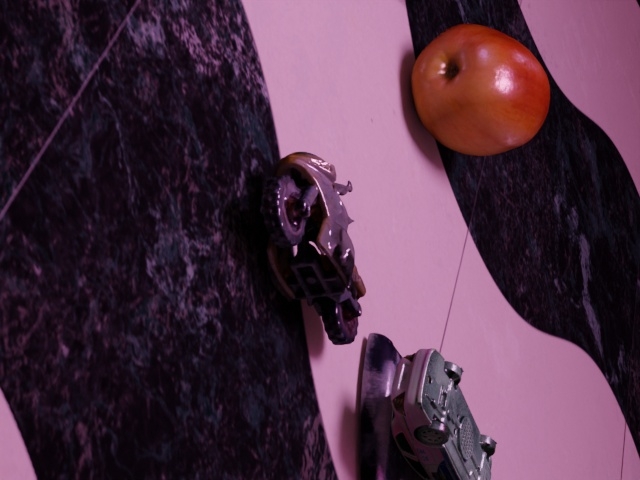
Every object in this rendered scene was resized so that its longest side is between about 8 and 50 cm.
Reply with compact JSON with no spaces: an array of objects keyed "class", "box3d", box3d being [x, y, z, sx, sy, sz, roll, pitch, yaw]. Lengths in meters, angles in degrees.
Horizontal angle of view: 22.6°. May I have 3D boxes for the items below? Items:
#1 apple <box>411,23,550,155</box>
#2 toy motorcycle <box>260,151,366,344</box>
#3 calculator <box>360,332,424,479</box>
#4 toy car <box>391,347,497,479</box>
[{"class":"apple","box3d":[0.206,-0.198,2.123,0.199,0.199,0.199,44,39,-52]},{"class":"toy motorcycle","box3d":[-0.001,0.000,1.630,0.229,0.094,0.130,61,25,-43]},{"class":"calculator","box3d":[0.089,0.246,1.780,0.177,0.040,0.268,42,45,-50]},{"class":"toy car","box3d":[0.129,0.213,1.741,0.224,0.076,0.090,63,32,-42]}]
